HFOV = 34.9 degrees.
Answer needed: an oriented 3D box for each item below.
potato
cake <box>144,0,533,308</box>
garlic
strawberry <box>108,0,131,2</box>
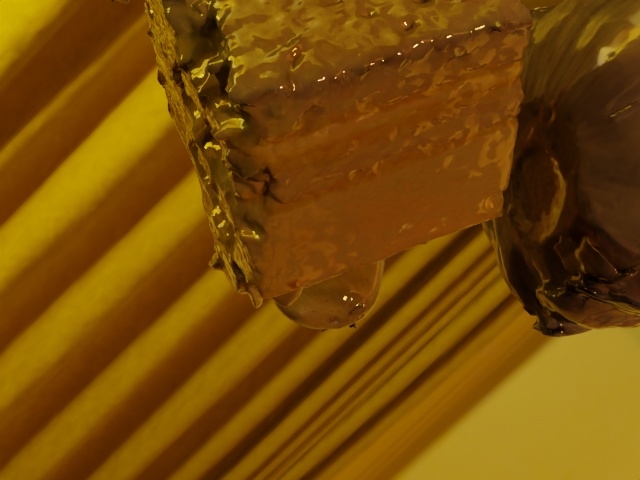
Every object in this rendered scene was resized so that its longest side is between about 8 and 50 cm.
[{"bbox_3d":[0.000,0.000,1.430,0.140,0.173,0.300,71,-168,-47],"label":"potato"},{"bbox_3d":[0.003,-0.099,0.757,0.286,0.228,0.222,85,163,-53],"label":"cake"},{"bbox_3d":[0.262,-0.073,0.916,0.241,0.322,0.322,11,-149,-49],"label":"garlic"},{"bbox_3d":[-0.244,-0.314,1.010,0.188,0.082,0.121,35,173,1],"label":"strawberry"}]
